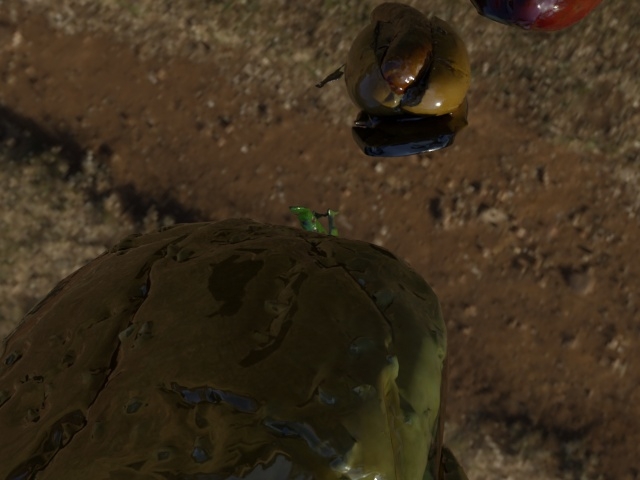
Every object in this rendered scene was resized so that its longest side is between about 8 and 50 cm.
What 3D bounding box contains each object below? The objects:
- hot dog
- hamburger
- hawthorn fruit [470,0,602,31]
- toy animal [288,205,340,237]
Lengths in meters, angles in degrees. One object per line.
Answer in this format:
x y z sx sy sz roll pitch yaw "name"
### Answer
0.097 -0.235 1.577 0.194 0.326 0.107 -9 123 -9 "hot dog"
-0.054 0.085 0.469 0.309 0.211 0.132 0 133 48 "hamburger"
0.192 -0.274 1.092 0.185 0.202 0.185 20 145 15 "hawthorn fruit"
0.000 -0.014 1.433 0.041 0.075 0.217 -11 148 13 "toy animal"
